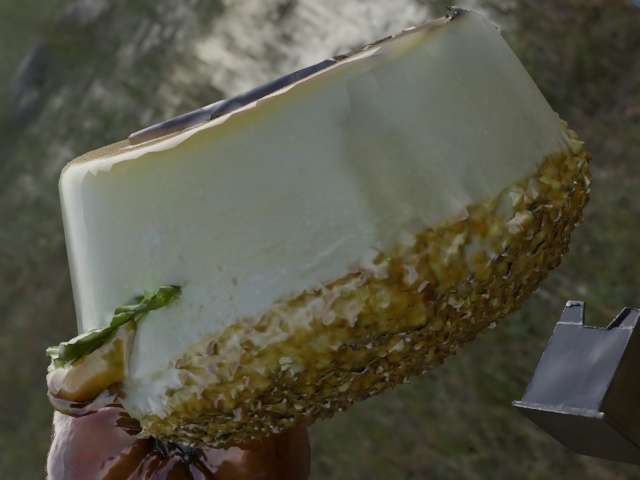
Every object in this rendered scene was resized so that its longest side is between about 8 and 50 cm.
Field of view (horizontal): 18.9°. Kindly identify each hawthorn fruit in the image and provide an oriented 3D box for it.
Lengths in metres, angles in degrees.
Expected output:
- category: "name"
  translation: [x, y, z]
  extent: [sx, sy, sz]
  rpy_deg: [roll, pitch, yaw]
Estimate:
- category: "hawthorn fruit"
  translation: [-0.096, 0.137, 1.276]
  extent: [0.189, 0.189, 0.189]
  rpy_deg: [-53, 17, 24]

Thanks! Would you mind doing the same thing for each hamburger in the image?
- category: "hamburger"
  translation: [0.000, 0.000, 1.009]
  extent: [0.294, 0.179, 0.276]
  rpy_deg: [-20, 5, 20]

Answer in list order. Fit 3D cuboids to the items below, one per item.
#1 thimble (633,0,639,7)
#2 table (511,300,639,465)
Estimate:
- category: "thimble"
  translation: [0.170, -0.170, 0.603]
  extent: [0.205, 0.250, 0.172]
  rpy_deg: [-28, -9, -12]
- category: "table"
  translation: [0.191, 0.093, 1.264]
  extent: [0.083, 0.070, 0.082]
  rpy_deg: [4, 62, 53]
